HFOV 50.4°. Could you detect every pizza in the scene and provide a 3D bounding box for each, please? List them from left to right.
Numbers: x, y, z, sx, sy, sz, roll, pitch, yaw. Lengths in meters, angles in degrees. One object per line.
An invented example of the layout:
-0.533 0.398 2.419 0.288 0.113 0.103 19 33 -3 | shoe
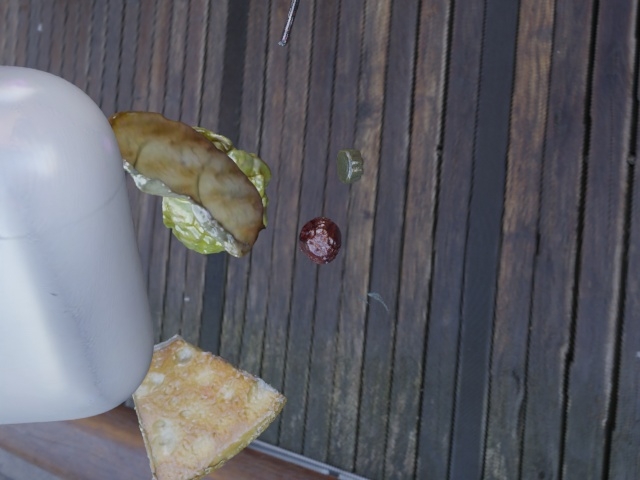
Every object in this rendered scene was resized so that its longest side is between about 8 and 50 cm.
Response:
-0.158 0.217 0.928 0.204 0.080 0.188 -23 78 -13 | pizza

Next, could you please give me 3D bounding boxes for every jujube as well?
0.000 0.000 1.137 0.077 0.129 0.077 0 95 -2 | jujube

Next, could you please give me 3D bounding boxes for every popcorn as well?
-0.198 -0.095 1.291 0.259 0.212 0.259 -176 90 -73 | popcorn

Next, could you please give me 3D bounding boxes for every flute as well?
-0.026 -0.395 1.019 0.014 0.014 0.269 -7 58 35 | flute

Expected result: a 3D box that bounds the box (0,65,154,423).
-0.298 0.022 0.568 0.141 0.289 0.348 -96 6 -49 | box

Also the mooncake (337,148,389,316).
0.071 0.003 1.189 0.057 0.346 0.150 -17 51 -7 | mooncake

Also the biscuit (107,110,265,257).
-0.190 -0.095 0.983 0.045 0.299 0.154 -23 46 30 | biscuit
